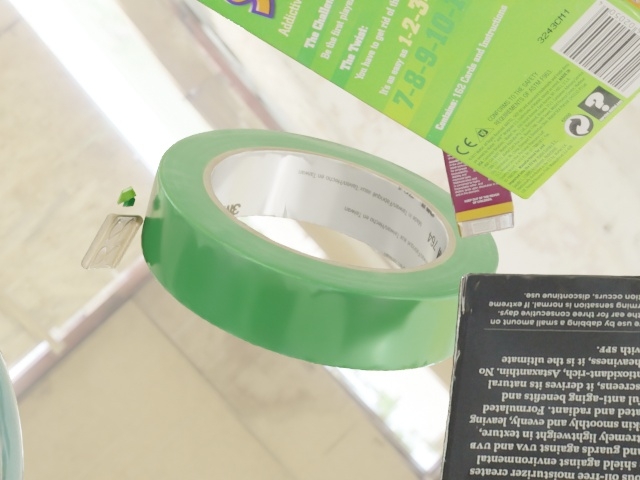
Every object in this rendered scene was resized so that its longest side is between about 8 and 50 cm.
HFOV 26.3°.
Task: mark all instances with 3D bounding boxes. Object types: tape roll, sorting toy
[{"bbox_3d":[0.000,0.000,1.251,0.321,0.321,0.077,36,-60,36],"label":"tape roll"},{"bbox_3d":[-0.182,-0.012,1.231,0.012,0.083,0.062,33,8,17],"label":"sorting toy"}]

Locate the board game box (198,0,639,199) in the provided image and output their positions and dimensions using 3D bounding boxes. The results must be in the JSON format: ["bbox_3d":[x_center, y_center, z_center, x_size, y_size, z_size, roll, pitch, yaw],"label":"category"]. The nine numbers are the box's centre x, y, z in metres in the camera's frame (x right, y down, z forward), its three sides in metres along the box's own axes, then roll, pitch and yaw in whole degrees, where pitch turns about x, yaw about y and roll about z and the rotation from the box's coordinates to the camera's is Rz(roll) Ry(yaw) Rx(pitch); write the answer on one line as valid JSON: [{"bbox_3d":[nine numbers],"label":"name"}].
[{"bbox_3d":[0.038,-0.125,0.657,0.259,0.039,0.124,28,-52,-21],"label":"board game box"}]

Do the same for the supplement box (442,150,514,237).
[{"bbox_3d":[0.112,-0.050,0.992,0.055,0.043,0.083,51,28,-76],"label":"supplement box"}]

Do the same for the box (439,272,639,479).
[{"bbox_3d":[0.184,0.222,0.900,0.183,0.294,0.296,1,-33,17],"label":"box"}]

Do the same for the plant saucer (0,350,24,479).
[{"bbox_3d":[-0.328,0.172,1.136,0.318,0.044,0.317,2,-88,48],"label":"plant saucer"}]
